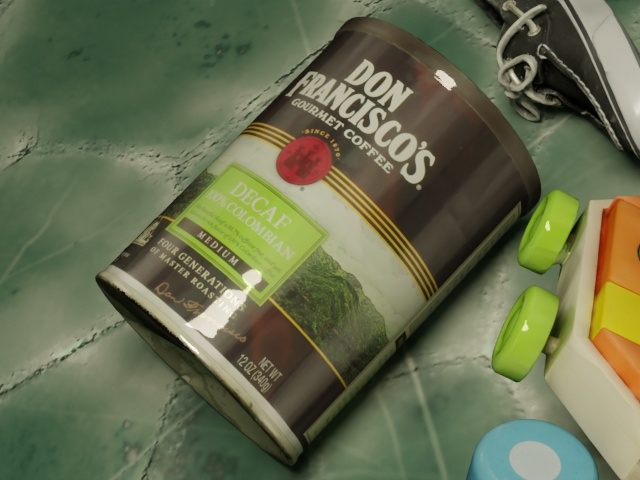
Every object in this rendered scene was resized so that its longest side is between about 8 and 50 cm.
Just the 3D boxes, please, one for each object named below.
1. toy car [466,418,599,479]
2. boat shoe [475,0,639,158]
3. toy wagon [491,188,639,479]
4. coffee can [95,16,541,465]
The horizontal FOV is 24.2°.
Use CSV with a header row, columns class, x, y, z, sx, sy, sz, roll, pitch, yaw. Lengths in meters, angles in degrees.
class,x,y,z,sx,sy,sz,roll,pitch,yaw
toy car,0.202,0.228,0.884,0.238,0.219,0.210,-7,45,-17
boat shoe,0.189,-0.152,1.199,0.105,0.113,0.306,-31,45,9
toy wagon,0.253,0.053,0.941,0.267,0.068,0.344,26,35,-1
coffee can,0.000,0.000,1.110,0.275,0.201,0.201,-47,50,-12
